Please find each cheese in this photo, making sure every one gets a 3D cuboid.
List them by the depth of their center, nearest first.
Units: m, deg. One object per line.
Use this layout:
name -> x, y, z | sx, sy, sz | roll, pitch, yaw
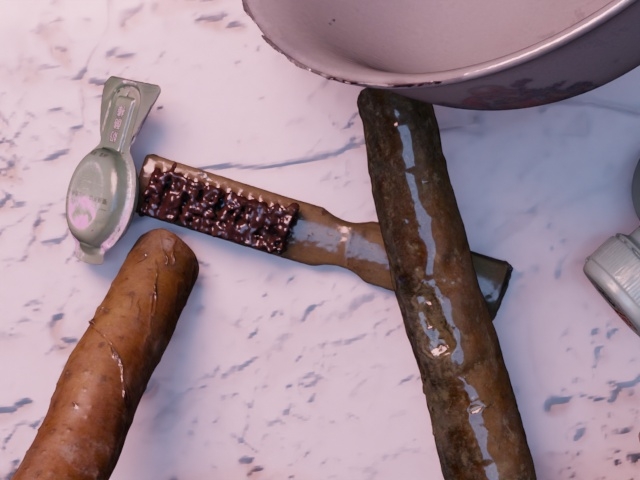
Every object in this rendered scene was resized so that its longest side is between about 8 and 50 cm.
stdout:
cheese -> -0.134, -0.044, 1.104 | 0.067, 0.026, 0.120 | 16, 91, 46

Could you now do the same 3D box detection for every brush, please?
brush -> 0.000, 0.000, 1.110 | 0.248, 0.036, 0.043 | 18, 101, 0

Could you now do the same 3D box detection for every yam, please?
yam -> -0.129, 0.087, 1.037 | 0.057, 0.057, 0.241 | 22, 48, 1
yam -> 0.074, 0.032, 1.073 | 0.061, 0.061, 0.274 | -15, 92, 2

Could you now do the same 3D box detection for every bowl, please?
bowl -> 0.133, -0.190, 1.017 | 0.345, 0.345, 0.157 | -46, 134, 2

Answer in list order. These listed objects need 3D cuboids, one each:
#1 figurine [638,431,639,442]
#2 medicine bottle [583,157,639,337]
figurine -> 0.146, 0.217, 1.048 | 0.236, 0.176, 0.133 | -38, 77, 11
medicine bottle -> 0.268, -0.034, 1.078 | 0.229, 0.083, 0.121 | -41, 92, 3
